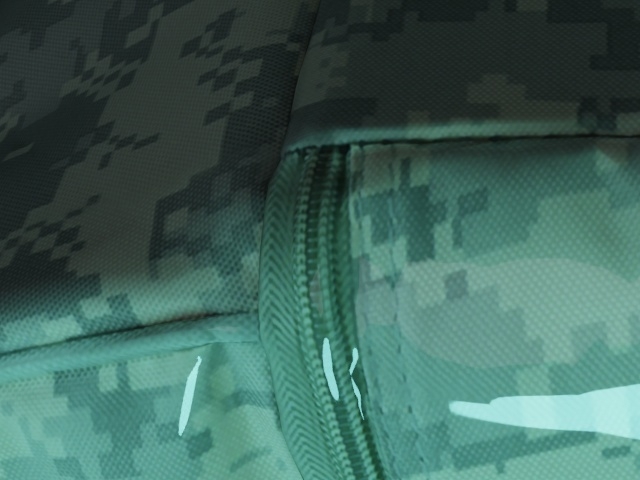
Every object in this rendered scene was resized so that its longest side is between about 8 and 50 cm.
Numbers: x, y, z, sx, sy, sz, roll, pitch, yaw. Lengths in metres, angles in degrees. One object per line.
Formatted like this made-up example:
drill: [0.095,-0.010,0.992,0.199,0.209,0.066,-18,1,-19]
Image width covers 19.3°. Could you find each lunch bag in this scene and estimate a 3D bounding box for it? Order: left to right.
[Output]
lunch bag: [0.000,0.000,0.493,0.256,0.305,0.213,-4,127,12]
